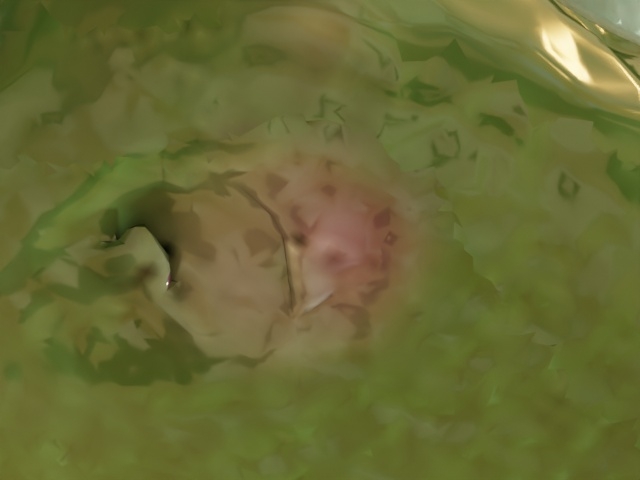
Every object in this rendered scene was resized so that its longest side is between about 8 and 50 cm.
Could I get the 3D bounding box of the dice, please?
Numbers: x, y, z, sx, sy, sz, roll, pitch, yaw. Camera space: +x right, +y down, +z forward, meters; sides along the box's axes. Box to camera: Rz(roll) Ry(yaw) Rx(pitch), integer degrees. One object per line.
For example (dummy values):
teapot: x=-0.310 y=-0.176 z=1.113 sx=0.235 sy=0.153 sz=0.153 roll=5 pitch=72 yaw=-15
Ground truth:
dice: x=0.000 y=0.000 z=0.687 sx=0.322 sy=0.318 sz=0.330 roll=-86 pitch=-159 yaw=-59

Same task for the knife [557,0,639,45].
knife: x=0.139 y=-0.070 z=0.404 sx=0.260 sy=0.063 sz=0.034 roll=-18 pitch=-166 yaw=-32
